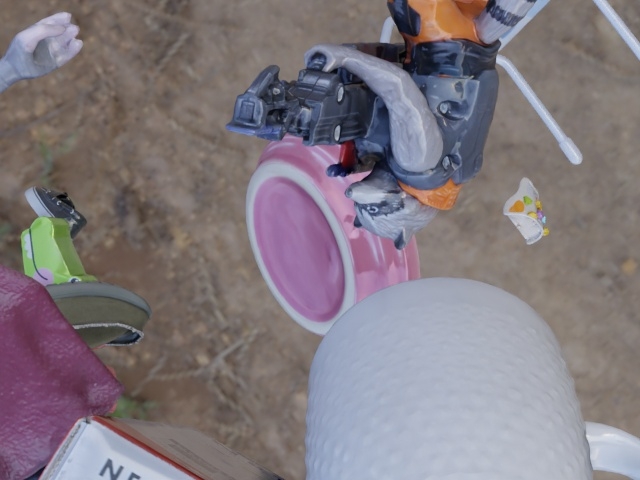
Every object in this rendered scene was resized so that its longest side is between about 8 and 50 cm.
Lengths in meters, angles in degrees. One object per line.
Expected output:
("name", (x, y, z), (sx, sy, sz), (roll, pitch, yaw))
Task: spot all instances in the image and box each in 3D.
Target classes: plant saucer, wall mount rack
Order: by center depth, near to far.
("wall mount rack", (0.248, -0.237, 1.614), (0.304, 0.130, 0.350), (19, 154, -15))
("plant saucer", (0.000, 0.000, 1.788), (0.332, 0.084, 0.332), (35, 136, 43))

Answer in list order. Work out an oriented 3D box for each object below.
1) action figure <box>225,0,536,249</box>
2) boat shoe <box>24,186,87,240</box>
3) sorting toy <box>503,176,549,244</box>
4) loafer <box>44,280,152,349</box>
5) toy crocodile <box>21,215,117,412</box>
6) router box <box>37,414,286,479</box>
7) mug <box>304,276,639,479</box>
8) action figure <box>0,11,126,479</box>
("action figure", (0.082, -0.142, 1.096), (0.178, 0.341, 0.330), (25, 117, 22))
("boat shoe", (-0.293, -0.032, 1.471), (0.049, 0.040, 0.142), (55, 173, -31))
("sorting toy", (0.304, -0.050, 1.918), (0.045, 0.075, 0.083), (-13, 141, 30))
("loafer", (-0.266, 0.091, 1.176), (0.094, 0.251, 0.087), (-31, 66, 52))
("toy crocodile", (-0.251, 0.143, 1.336), (0.115, 0.105, 0.340), (39, -136, -82))
("router box", (0.051, 0.190, 0.545), (0.335, 0.082, 0.301), (29, 173, 5))
("mug", (0.170, 0.240, 1.248), (0.328, 0.374, 0.276), (-89, 7, -61))
("action figure", (-0.274, -0.001, 0.779), (0.275, 0.248, 0.370), (-26, 88, 24))
